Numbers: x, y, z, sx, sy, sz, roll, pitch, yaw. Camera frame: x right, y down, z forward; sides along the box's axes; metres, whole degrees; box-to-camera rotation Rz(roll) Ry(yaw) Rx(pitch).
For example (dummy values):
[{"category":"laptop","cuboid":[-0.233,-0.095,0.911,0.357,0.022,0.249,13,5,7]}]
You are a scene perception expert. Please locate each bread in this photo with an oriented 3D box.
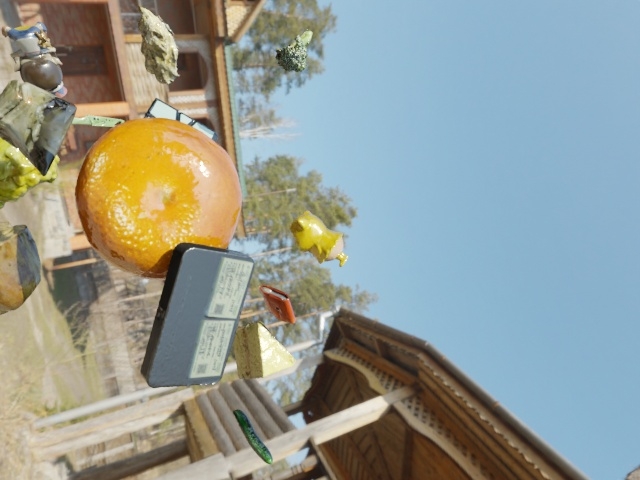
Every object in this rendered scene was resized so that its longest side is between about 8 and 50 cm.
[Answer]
[{"category":"bread","cuboid":[-0.255,0.467,1.987,0.263,0.199,0.235,-25,-101,51]}]

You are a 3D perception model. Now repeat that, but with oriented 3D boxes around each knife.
[{"category":"knife","cuboid":[-0.875,-0.449,1.675,0.020,0.293,0.043,25,-68,34]}]

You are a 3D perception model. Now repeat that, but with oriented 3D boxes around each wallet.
[{"category":"wallet","cuboid":[-0.183,0.276,1.922,0.142,0.045,0.204,21,-32,21]}]

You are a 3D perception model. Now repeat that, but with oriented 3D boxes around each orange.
[{"category":"orange","cuboid":[-0.421,-0.107,1.194,0.326,0.424,0.423,-168,-112,-65]}]

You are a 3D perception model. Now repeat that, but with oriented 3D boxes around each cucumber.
[{"category":"cucumber","cuboid":[-0.179,0.502,1.157,0.184,0.036,0.033,43,-75,36]}]

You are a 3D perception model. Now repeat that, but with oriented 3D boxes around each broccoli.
[{"category":"broccoli","cuboid":[-0.078,-0.692,1.611,0.118,0.204,0.122,3,-37,32]}]

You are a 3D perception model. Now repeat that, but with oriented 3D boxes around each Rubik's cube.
[{"category":"Rubik's cube","cuboid":[-0.618,-0.332,1.801,0.283,0.289,0.293,-34,-147,49]}]

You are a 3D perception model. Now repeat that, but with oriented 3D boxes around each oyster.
[{"category":"oyster","cuboid":[-0.484,-0.563,1.328,0.072,0.133,0.209,-63,177,-53]}]

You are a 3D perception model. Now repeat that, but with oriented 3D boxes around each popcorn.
[{"category":"popcorn","cuboid":[-0.913,-0.225,1.273,0.241,0.250,0.235,56,3,-14]}]

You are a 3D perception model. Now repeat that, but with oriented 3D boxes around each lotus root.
[{"category":"lotus root","cuboid":[-0.953,0.075,1.294,0.316,0.316,0.249,39,-32,56]}]

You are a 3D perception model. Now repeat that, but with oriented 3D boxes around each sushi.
[{"category":"sushi","cuboid":[-0.541,-0.219,0.825,0.273,0.109,0.134,27,-90,52]}]

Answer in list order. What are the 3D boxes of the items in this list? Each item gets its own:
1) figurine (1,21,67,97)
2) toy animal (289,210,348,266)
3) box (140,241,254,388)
[{"category":"figurine","cuboid":[-1.061,-0.667,1.687,0.158,0.161,0.275,-129,-149,-48]},{"category":"toy animal","cuboid":[0.000,-0.001,1.554,0.230,0.156,0.156,42,-27,-3]},{"category":"box","cuboid":[-0.296,0.187,1.103,0.058,0.211,0.349,19,-86,45]}]
